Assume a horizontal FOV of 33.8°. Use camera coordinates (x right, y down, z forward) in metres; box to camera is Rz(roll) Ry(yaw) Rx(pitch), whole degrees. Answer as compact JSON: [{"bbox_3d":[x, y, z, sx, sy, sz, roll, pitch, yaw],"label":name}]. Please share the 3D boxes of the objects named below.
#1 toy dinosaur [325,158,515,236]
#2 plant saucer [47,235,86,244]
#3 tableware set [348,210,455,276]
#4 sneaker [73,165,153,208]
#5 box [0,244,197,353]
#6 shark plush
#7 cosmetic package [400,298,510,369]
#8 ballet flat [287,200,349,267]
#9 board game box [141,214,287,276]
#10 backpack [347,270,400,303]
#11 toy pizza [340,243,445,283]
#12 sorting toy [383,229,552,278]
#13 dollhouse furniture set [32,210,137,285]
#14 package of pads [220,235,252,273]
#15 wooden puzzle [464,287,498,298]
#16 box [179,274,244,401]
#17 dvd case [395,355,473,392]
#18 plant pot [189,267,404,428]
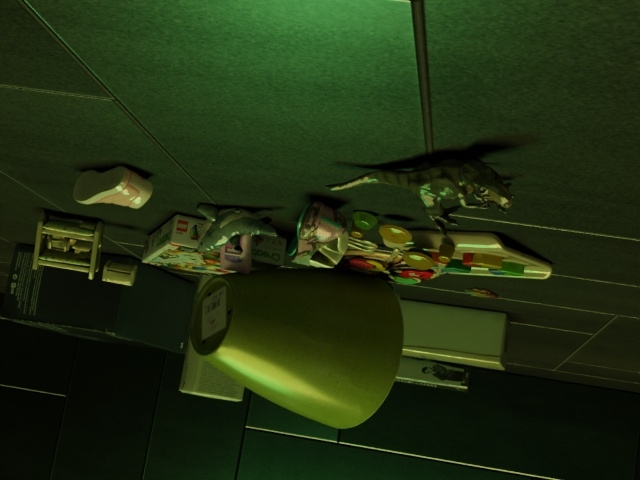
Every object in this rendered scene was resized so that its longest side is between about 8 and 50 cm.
[{"bbox_3d":[0.133,-0.053,1.159,0.118,0.064,0.268,25,165,-35],"label":"toy dinosaur"},{"bbox_3d":[-0.513,-0.005,2.137,0.083,0.015,0.083,9,170,2],"label":"plant saucer"},{"bbox_3d":[0.113,0.000,1.488,0.154,0.024,0.104,19,154,0],"label":"tableware set"},{"bbox_3d":[-0.287,-0.068,1.474,0.134,0.051,0.070,-7,156,45],"label":"sneaker"},{"bbox_3d":[-0.513,0.143,2.490,0.312,0.179,0.343,7,170,21],"label":"box"},{"bbox_3d":[-0.119,-0.011,1.584,0.161,0.067,0.073,4,168,28],"label":"shark plush"},{"bbox_3d":[0.249,0.200,2.289,0.309,0.113,0.160,6,169,16],"label":"cosmetic package"},{"bbox_3d":[0.000,0.000,1.503,0.079,0.077,0.221,28,166,0],"label":"ballet flat"},{"bbox_3d":[-0.195,0.018,1.858,0.192,0.053,0.305,12,169,-16],"label":"board game box"},{"bbox_3d":[0.051,0.143,2.007,0.144,0.166,0.188,23,167,-38],"label":"backpack"},{"bbox_3d":[0.113,0.043,1.771,0.201,0.032,0.201,9,170,2],"label":"toy pizza"},{"bbox_3d":[0.220,0.028,1.570,0.193,0.038,0.208,3,167,35],"label":"sorting toy"},{"bbox_3d":[-0.421,-0.001,1.959,0.181,0.101,0.161,10,-166,-4],"label":"dollhouse furniture set"},{"bbox_3d":[-0.134,0.011,1.683,0.050,0.083,0.032,8,-153,10],"label":"package of pads"},{"bbox_3d":[0.302,0.100,1.979,0.049,0.006,0.083,3,168,31],"label":"wooden puzzle"},{"bbox_3d":[-0.196,0.175,2.091,0.113,0.275,0.094,14,169,-21],"label":"box"},{"bbox_3d":[0.233,0.246,2.392,0.238,0.179,0.030,6,144,16],"label":"dvd case"},{"bbox_3d":[-0.060,0.156,1.766,0.293,0.275,0.274,18,167,-33],"label":"plant pot"}]
